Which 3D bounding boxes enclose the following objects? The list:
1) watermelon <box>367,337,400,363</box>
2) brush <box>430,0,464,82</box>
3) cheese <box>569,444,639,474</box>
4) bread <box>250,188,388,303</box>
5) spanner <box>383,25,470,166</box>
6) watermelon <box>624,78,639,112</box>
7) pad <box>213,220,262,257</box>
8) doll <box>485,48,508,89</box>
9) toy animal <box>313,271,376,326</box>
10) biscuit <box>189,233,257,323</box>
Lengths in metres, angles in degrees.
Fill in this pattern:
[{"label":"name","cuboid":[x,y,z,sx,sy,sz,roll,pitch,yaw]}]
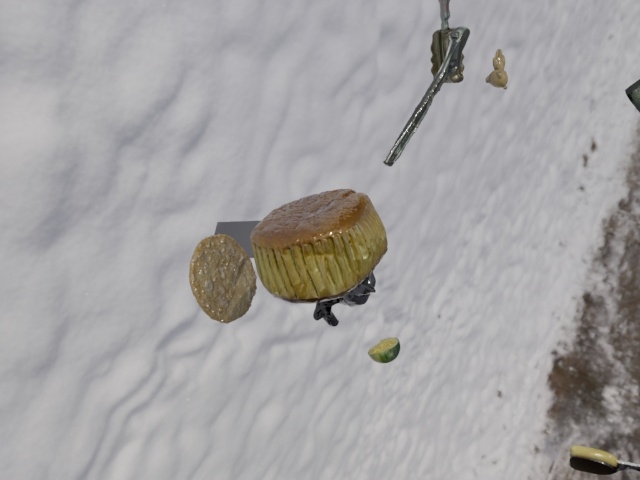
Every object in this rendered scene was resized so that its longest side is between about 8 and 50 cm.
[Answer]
[{"label":"watermelon","cuboid":[0.202,0.347,2.061,0.105,0.106,0.062,-34,105,-55]},{"label":"brush","cuboid":[0.304,-0.537,1.630,0.071,0.084,0.300,-19,110,-37]},{"label":"cheese","cuboid":[0.637,0.491,1.474,0.086,0.163,0.036,68,36,-46]},{"label":"bread","cuboid":[0.000,0.000,1.219,0.253,0.228,0.142,-51,128,-54]},{"label":"spanner","cuboid":[0.209,-0.278,1.284,0.325,0.026,0.093,-59,157,-9]},{"label":"watermelon","cuboid":[0.650,-0.240,1.153,0.137,0.193,0.145,15,53,-67]},{"label":"pad","cuboid":[-0.227,-0.006,2.020,0.299,0.202,0.005,-100,-171,-68]},{"label":"doll","cuboid":[0.414,-0.391,1.524,0.061,0.051,0.093,40,70,-46]},{"label":"toy animal","cuboid":[0.075,0.113,1.406,0.117,0.210,0.121,13,72,-32]},{"label":"biscuit","cuboid":[-0.234,0.092,1.613,0.220,0.033,0.219,18,66,-48]}]
